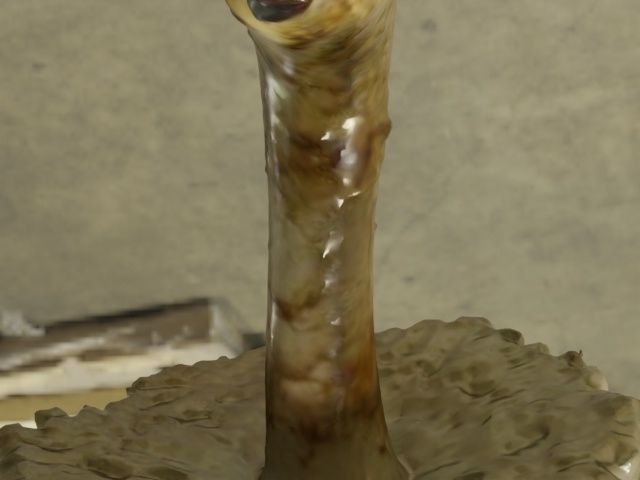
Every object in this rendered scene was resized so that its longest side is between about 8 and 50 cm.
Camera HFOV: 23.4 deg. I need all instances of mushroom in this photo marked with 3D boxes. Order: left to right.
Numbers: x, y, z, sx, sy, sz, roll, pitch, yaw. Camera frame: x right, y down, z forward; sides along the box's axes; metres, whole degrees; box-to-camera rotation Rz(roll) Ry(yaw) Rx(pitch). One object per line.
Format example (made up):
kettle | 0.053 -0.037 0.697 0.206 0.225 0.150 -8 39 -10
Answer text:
mushroom | 0.027 0.022 0.515 0.208 0.233 0.302 30 119 0
